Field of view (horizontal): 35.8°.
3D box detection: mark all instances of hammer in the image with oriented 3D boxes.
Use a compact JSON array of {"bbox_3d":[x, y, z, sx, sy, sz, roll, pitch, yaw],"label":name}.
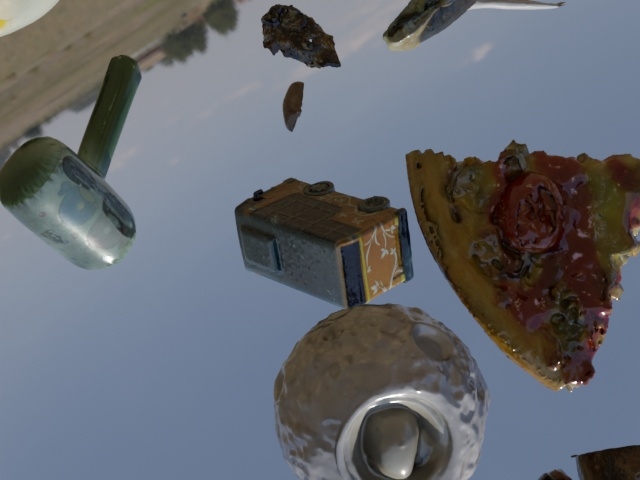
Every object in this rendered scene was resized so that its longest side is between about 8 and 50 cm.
[{"bbox_3d":[-0.322,-0.136,1.400,0.119,0.206,0.336,-8,-128,26],"label":"hammer"}]

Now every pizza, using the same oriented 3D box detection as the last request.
[{"bbox_3d":[0.372,-0.031,1.508,0.406,0.440,0.130,-33,172,-5],"label":"pizza"}]

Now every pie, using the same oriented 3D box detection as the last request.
[{"bbox_3d":[0.200,-0.387,1.612,0.218,0.052,0.185,-43,174,30],"label":"pie"}]

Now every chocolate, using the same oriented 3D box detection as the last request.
[{"bbox_3d":[-0.053,-0.240,1.768,0.064,0.031,0.101,114,-14,-46],"label":"chocolate"}]

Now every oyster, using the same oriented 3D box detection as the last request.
[{"bbox_3d":[-0.027,-0.294,1.429,0.132,0.086,0.029,12,-168,16],"label":"oyster"}]

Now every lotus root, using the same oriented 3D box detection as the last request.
[{"bbox_3d":[0.574,0.391,1.708,0.260,0.074,0.170,-3,157,-3],"label":"lotus root"}]

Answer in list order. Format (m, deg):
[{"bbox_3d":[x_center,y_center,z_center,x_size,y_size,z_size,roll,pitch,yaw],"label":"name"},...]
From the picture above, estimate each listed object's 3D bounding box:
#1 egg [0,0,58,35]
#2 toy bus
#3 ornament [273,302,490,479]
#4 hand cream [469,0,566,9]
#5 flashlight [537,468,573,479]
[{"bbox_3d":[-0.579,-0.484,1.680,0.345,0.283,0.283,-17,-176,-34],"label":"egg"},{"bbox_3d":[0.000,0.000,1.876,0.194,0.162,0.323,-29,-147,-35],"label":"toy bus"},{"bbox_3d":[0.089,0.259,1.540,0.337,0.337,0.337,-31,-165,9],"label":"ornament"},{"bbox_3d":[0.384,-0.547,2.261,0.336,0.076,0.121,2,-163,-6],"label":"hand cream"},{"bbox_3d":[0.304,0.453,1.580,0.232,0.093,0.093,-25,-166,-10],"label":"flashlight"}]
